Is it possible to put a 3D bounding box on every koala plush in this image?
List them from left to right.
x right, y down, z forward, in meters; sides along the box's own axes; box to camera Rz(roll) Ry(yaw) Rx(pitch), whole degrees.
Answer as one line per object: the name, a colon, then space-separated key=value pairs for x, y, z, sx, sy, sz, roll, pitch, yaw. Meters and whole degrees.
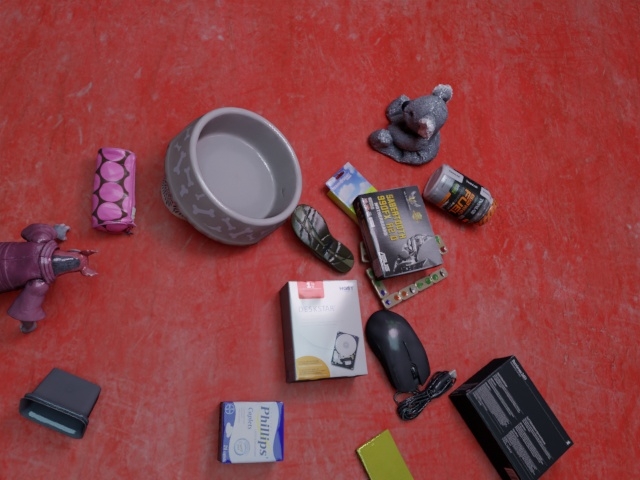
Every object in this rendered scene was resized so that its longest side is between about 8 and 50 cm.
koala plush: x=0.287 y=-0.335 z=1.464 sx=0.203 sy=0.221 sz=0.196 roll=33 pitch=64 yaw=-5

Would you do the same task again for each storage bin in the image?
storage bin: x=-0.521 y=0.330 z=1.052 sx=0.135 sy=0.098 sz=0.091 roll=27 pitch=38 yaw=-7

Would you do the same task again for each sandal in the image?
sandal: x=0.000 y=0.000 z=1.350 sx=0.219 sy=0.060 sz=0.090 roll=43 pitch=70 yaw=-15

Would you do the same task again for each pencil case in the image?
pencil case: x=-0.481 y=-0.120 z=1.218 sx=0.098 sy=0.095 sz=0.209 roll=-11 pitch=74 yaw=16

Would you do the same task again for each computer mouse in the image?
computer mouse: x=0.220 y=0.293 z=1.303 sx=0.188 sy=0.072 sz=0.272 roll=-29 pitch=82 yaw=-23

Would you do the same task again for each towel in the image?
towel: x=0.176 y=0.580 z=1.218 sx=0.102 sy=0.021 sz=0.237 roll=-22 pitch=78 yaw=-29

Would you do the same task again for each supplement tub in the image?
supplement tub: x=0.403 y=-0.126 z=1.485 sx=0.190 sy=0.117 sz=0.117 roll=29 pitch=65 yaw=-5

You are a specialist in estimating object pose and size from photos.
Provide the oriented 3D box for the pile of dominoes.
pile of dominoes: x=0.232 y=0.048 z=1.401 sx=0.251 sy=0.040 sz=0.196 roll=-23 pitch=79 yaw=-28

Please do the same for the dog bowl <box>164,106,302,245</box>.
dog bowl: x=-0.194 y=-0.165 z=1.253 sx=0.349 sy=0.102 sz=0.349 roll=17 pitch=61 yaw=-33

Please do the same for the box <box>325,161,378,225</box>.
box: x=0.103 y=-0.118 z=1.427 sx=0.178 sy=0.042 sz=0.109 roll=45 pitch=65 yaw=1

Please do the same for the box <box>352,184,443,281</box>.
box: x=0.205 y=-0.022 z=1.373 sx=0.183 sy=0.056 sz=0.231 roll=-11 pitch=77 yaw=-19

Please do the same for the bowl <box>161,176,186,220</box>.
bowl: x=-0.309 y=-0.138 z=1.284 sx=0.170 sy=0.080 sz=0.170 roll=5 pitch=70 yaw=-15

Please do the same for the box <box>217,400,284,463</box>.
box: x=-0.153 y=0.420 z=1.139 sx=0.137 sy=0.072 sz=0.126 roll=4 pitch=71 yaw=-17

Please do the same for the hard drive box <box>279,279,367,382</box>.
hard drive box: x=0.004 y=0.219 z=1.252 sx=0.181 sy=0.089 sz=0.232 roll=-1 pitch=71 yaw=-18

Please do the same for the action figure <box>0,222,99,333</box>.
action figure: x=-0.637 y=0.040 z=1.025 sx=0.370 sy=0.276 sz=0.248 roll=-8 pitch=67 yaw=-6

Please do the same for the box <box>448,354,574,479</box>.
box: x=0.483 y=0.455 z=1.313 sx=0.184 sy=0.103 sz=0.261 roll=-29 pitch=81 yaw=-21
